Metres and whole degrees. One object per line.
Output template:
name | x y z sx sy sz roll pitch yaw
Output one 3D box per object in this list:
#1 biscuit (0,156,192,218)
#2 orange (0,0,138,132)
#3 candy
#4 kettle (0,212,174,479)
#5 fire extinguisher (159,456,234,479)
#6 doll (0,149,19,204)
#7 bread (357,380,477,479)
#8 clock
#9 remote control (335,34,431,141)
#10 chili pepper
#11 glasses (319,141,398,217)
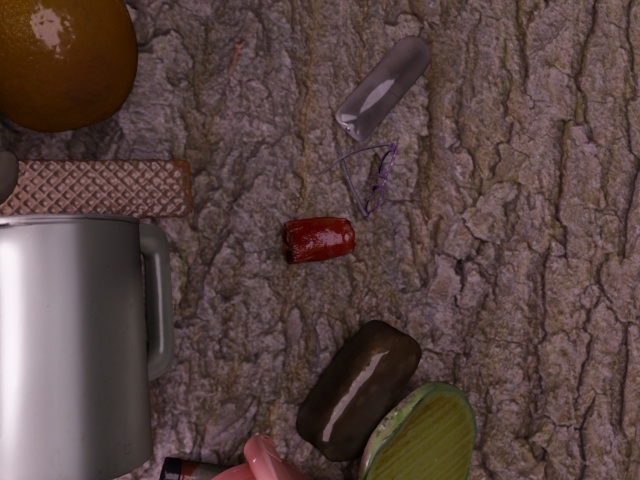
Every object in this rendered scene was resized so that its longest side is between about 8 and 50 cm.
biscuit | -0.371 -0.071 0.868 0.379 0.054 0.094 -3 93 -24
orange | -0.350 -0.260 0.812 0.236 0.236 0.236 1 87 -20
candy | 0.062 0.240 1.001 0.102 0.104 0.234 40 76 -19
kettle | -0.299 0.127 0.800 0.265 0.205 0.318 -2 87 -30
fire extinguisher | -0.155 0.370 0.943 0.177 0.050 0.062 16 93 -18
doll | -0.553 -0.142 0.676 0.370 0.215 0.226 -1 100 1
bread | 0.161 0.377 1.016 0.301 0.045 0.301 -10 106 -40
clock | -0.093 0.438 0.886 0.241 0.142 0.227 -41 123 0
remote control | 0.118 -0.271 1.076 0.073 0.044 0.229 45 74 -16
chili pepper | 0.000 0.000 1.009 0.123 0.073 0.070 -7 132 -18
glasses | 0.062 -0.120 1.040 0.104 0.062 0.140 25 78 -16
